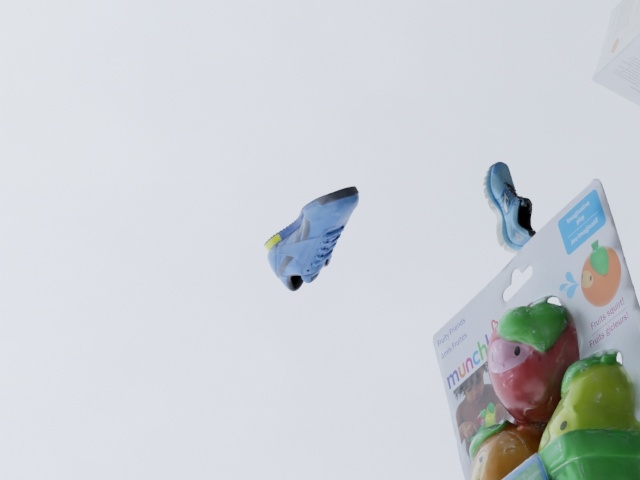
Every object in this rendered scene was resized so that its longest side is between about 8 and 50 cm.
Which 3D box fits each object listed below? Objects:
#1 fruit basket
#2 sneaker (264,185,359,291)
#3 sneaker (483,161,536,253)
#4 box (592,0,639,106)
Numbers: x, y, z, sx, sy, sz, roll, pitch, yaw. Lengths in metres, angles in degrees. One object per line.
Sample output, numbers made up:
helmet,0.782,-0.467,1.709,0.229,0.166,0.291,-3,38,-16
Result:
fruit basket,0.208,0.171,1.342,0.165,0.327,0.353,1,-121,-29
sneaker,0.000,0.000,1.803,0.069,0.209,0.082,-13,-107,-34
sneaker,0.327,-0.062,2.372,0.063,0.073,0.162,6,-118,-40
box,0.436,-0.270,1.786,0.091,0.170,0.130,27,-121,-9
